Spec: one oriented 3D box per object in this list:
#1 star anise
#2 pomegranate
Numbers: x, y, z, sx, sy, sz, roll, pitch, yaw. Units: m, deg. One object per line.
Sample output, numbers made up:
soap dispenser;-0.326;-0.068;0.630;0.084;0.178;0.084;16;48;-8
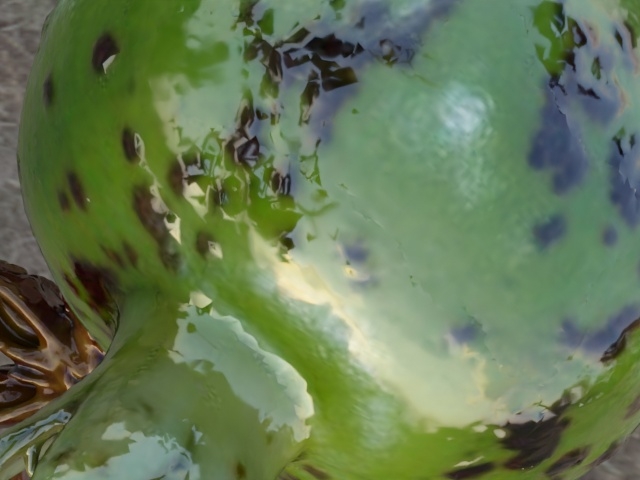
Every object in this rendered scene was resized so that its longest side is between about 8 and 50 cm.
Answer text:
star anise;-0.131;0.080;0.944;0.196;0.111;0.212;-35;104;-9
pomegranate;0.000;0.000;0.484;0.211;0.211;0.263;52;58;-22
